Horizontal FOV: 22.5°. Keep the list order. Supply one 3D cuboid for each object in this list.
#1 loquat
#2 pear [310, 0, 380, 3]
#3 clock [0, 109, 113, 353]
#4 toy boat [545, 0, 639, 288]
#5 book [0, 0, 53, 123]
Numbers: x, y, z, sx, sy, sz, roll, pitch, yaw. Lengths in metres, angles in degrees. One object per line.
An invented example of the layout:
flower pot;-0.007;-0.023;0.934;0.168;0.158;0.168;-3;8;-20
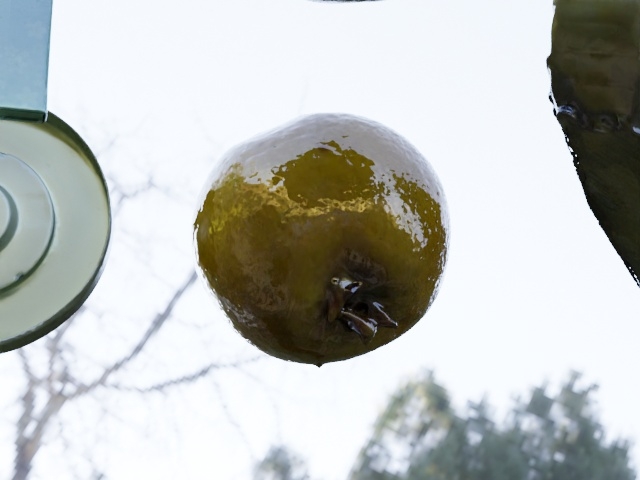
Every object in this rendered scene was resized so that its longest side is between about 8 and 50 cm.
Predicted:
loquat;0.000;0.000;1.281;0.208;0.208;0.208;18;-39;15
pear;0.016;-0.291;1.079;0.284;0.283;0.283;18;-39;15
clock;-0.288;-0.016;1.326;0.235;0.235;0.029;24;-23;8
toy boat;0.298;-0.065;1.301;0.136;0.162;0.445;8;-30;37
book;-0.192;-0.127;0.843;0.103;0.135;0.017;5;-26;-13
